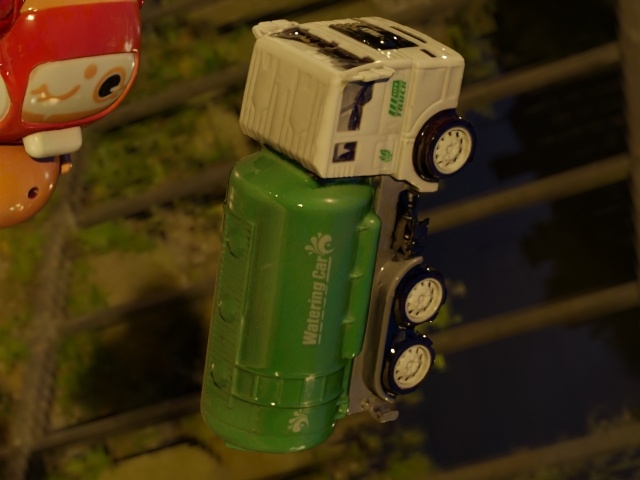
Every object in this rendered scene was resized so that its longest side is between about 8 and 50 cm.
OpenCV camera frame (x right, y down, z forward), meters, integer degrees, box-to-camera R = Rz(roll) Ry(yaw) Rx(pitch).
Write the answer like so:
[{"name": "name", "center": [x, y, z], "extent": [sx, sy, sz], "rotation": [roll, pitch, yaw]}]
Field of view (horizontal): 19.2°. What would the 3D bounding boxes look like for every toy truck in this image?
[{"name": "toy truck", "center": [-0.273, -0.137, 1.727], "extent": [0.189, 0.265, 0.239], "rotation": [-14, 92, -45]}, {"name": "toy truck", "center": [0.000, 0.000, 1.053], "extent": [0.125, 0.101, 0.242], "rotation": [-7, 116, -37]}]
